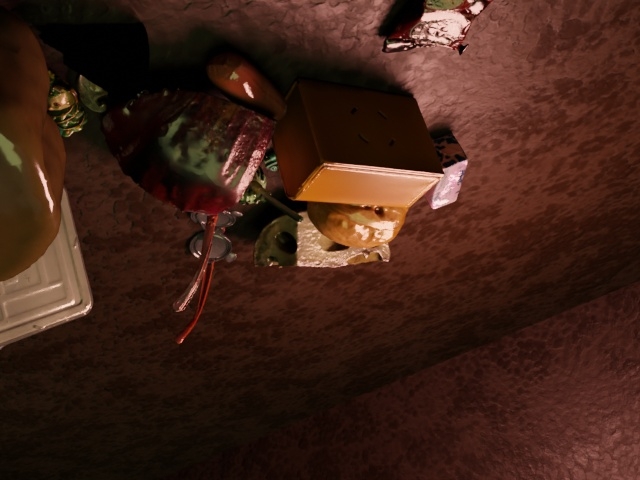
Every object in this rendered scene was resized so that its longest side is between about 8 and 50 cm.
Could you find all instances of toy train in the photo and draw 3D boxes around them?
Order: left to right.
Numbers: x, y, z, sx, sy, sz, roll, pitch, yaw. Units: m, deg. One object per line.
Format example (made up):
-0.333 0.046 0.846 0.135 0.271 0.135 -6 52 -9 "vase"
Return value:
-0.074 -0.172 1.512 0.092 0.029 0.045 -23 144 13 "toy train"

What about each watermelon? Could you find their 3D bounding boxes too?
-0.321 -0.278 1.122 0.121 0.097 0.158 -29 146 20 "watermelon"

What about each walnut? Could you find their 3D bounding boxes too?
0.078 -0.081 1.589 0.222 0.195 0.195 12 141 -33 "walnut"

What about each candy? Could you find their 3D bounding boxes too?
-0.101 -0.081 1.415 0.083 0.305 0.091 -35 124 -13 "candy"
0.271 -0.155 1.661 0.073 0.092 0.160 -17 150 -11 "candy"

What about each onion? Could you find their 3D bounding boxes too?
-0.251 -0.135 1.318 0.280 0.146 0.314 10 157 -28 "onion"

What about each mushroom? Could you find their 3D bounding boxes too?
-0.375 -0.245 1.226 0.049 0.019 0.101 -15 152 -5 "mushroom"

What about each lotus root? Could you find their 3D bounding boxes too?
0.002 -0.005 1.755 0.314 0.141 0.210 2 176 -45 "lotus root"

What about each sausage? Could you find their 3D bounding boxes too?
-0.123 -0.258 1.281 0.077 0.077 0.194 -27 151 19 "sausage"

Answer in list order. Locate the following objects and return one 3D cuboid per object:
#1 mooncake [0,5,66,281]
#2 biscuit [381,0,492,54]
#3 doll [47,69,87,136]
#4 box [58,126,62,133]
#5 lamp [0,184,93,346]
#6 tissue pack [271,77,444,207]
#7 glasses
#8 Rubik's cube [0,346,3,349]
-0.577 -0.127 0.994 0.467 0.262 0.467 -6 136 -6 "mooncake"
0.211 -0.389 1.242 0.151 0.063 0.235 7 150 -18 "biscuit"
-0.413 -0.231 1.198 0.076 0.078 0.113 -49 158 -50 "doll"
-0.547 -0.166 1.180 0.226 0.042 0.161 -26 126 23 "box"
-0.553 0.043 1.336 0.047 0.266 0.269 -1 -166 41 "lamp"
0.066 -0.171 1.412 0.275 0.194 0.145 3 146 -31 "tissue pack"
-0.247 0.078 1.627 0.118 0.268 0.234 9 149 -7 "glasses"
-0.668 0.073 1.442 0.205 0.205 0.207 -33 149 28 "Rubik's cube"
